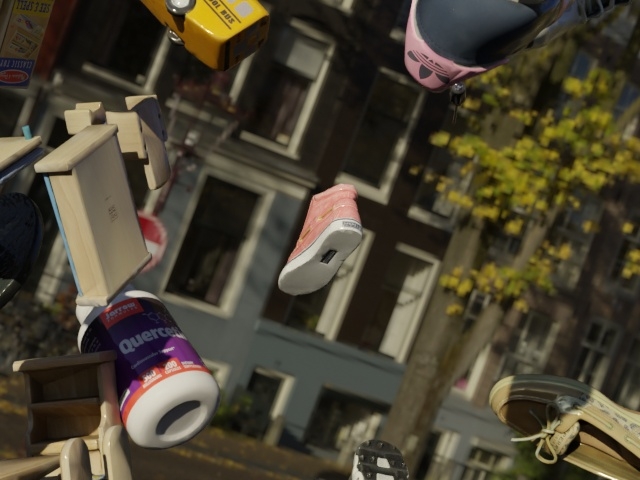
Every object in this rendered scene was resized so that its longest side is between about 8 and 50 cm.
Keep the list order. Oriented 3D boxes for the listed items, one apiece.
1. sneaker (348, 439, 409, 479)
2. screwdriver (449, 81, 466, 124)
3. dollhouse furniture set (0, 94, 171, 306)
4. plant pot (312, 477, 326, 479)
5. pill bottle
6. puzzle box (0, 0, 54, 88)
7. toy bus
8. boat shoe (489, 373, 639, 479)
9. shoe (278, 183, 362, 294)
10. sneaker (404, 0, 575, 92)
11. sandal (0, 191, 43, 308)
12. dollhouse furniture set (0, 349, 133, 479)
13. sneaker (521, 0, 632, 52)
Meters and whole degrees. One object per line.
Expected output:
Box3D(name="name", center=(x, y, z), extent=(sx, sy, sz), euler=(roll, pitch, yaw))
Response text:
Box3D(name="sneaker", center=(0.061, 0.337, 1.246), extent=(0.078, 0.106, 0.234), euler=(13, 34, -11))
Box3D(name="screwdriver", center=(0.195, -0.189, 1.594), extent=(0.025, 0.024, 0.170), euler=(-4, -12, 8))
Box3D(name="dollhouse furniture set", center=(-0.393, -0.052, 1.541), extent=(0.303, 0.198, 0.286), euler=(-1, 25, 20))
Box3D(name="plant pot", center=(0.003, 0.435, 1.511), extent=(0.187, 0.167, 0.188), euler=(21, -44, 36))
Box3D(name="pill bottle", center=(-0.331, 0.219, 2.095), extent=(0.181, 0.181, 0.323), euler=(21, 23, -52))
Box3D(name="puzzle box", center=(-0.491, -0.336, 1.485), extent=(0.052, 0.272, 0.409), euler=(27, 16, 19))
Box3D(name="toy bus", center=(-0.240, -0.434, 1.880), extent=(0.332, 0.130, 0.108), euler=(48, -19, 13))
Box3D(name="boat shoe", center=(0.366, 0.265, 1.540), extent=(0.285, 0.104, 0.089), euler=(18, 41, 5))
Box3D(name="shoe", center=(0.000, 0.000, 1.506), extent=(0.063, 0.081, 0.178), euler=(17, -40, -23))
Box3D(name="sneaker", center=(0.148, -0.210, 0.861), extent=(0.112, 0.131, 0.319), euler=(42, 37, 6))
Box3D(name="sandal", center=(-0.572, 0.088, 1.579), extent=(0.167, 0.446, 0.107), euler=(38, -16, 32))
Box3D(name="dollhouse furniture set", center=(-0.476, 0.325, 1.817), extent=(0.362, 0.256, 0.394), euler=(-8, -3, 16))
Box3D(name="sneaker", center=(0.407, -0.393, 1.605), extent=(0.257, 0.169, 0.447), euler=(2, 29, 23))
